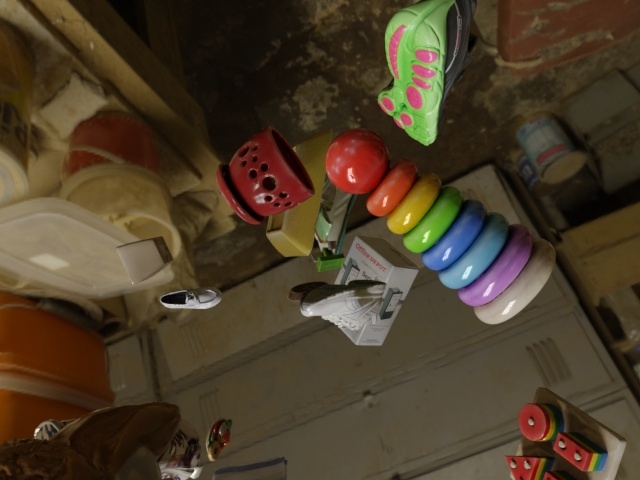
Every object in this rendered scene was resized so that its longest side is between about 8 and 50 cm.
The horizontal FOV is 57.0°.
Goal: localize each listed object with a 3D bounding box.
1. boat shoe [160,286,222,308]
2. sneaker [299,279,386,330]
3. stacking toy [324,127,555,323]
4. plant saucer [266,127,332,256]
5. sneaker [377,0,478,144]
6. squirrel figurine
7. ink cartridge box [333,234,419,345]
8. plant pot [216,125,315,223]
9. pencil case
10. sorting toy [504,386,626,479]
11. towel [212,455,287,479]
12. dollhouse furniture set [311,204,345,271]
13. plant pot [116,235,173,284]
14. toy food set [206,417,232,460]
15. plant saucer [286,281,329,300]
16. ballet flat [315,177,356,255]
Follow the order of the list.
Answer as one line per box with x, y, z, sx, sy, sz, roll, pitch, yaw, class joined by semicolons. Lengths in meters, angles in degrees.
-0.393;0.172;1.783;0.184;0.066;0.063;1;172;5;boat shoe
0.067;0.170;1.488;0.111;0.129;0.297;4;-176;44;sneaker
0.150;-0.037;0.806;0.330;0.141;0.141;39;129;-1;stacking toy
-0.073;-0.126;1.621;0.081;0.332;0.333;11;175;-14;plant saucer
0.249;-0.362;1.285;0.202;0.185;0.483;-41;170;-7;sneaker
-0.468;0.410;0.920;0.371;0.280;0.397;-12;159;17;squirrel figurine
0.154;0.155;1.870;0.122;0.211;0.289;9;112;-38;ink cartridge box
-0.132;-0.142;1.378;0.174;0.191;0.191;-33;144;13;plant pot
-0.475;0.520;1.427;0.160;0.183;0.410;-50;143;17;pencil case
0.550;0.518;1.393;0.090;0.255;0.256;9;100;-24;sorting toy
-0.183;0.668;1.499;0.210;0.285;0.034;-10;112;-1;towel
0.000;0.000;1.330;0.059;0.151;0.076;-8;142;-20;dollhouse furniture set
-0.459;0.043;1.572;0.096;0.108;0.109;-24;-177;7;plant pot
-0.215;0.418;1.249;0.020;0.082;0.083;6;-171;25;toy food set
-0.037;0.175;2.070;0.169;0.029;0.168;-9;-171;1;plant saucer
0.043;-0.097;1.951;0.139;0.400;0.139;14;152;8;ballet flat
